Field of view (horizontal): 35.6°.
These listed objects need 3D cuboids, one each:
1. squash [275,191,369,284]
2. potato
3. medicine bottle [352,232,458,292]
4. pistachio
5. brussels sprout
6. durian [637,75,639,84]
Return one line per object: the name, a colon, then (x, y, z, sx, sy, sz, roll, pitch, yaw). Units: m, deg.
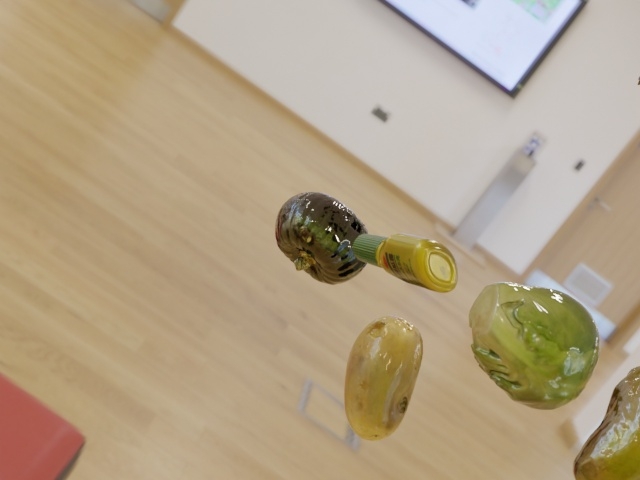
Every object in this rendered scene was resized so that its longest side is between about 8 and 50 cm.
squash: (0.003, -0.004, 1.895, 0.193, 0.155, 0.193, 19, -8, 3)
potato: (0.113, 0.254, 1.842, 0.150, 0.233, 0.146, 19, -1, -37)
medicine bottle: (0.124, 0.025, 1.557, 0.095, 0.064, 0.260, 51, -13, -20)
pistachio: (0.405, 0.251, 1.275, 0.100, 0.189, 0.110, 42, -13, -17)
brussels sprout: (0.503, 0.239, 2.372, 0.355, 0.281, 0.289, 34, 7, -24)
durian: (0.560, -0.272, 1.274, 0.112, 0.341, 0.191, 51, 0, 25)
